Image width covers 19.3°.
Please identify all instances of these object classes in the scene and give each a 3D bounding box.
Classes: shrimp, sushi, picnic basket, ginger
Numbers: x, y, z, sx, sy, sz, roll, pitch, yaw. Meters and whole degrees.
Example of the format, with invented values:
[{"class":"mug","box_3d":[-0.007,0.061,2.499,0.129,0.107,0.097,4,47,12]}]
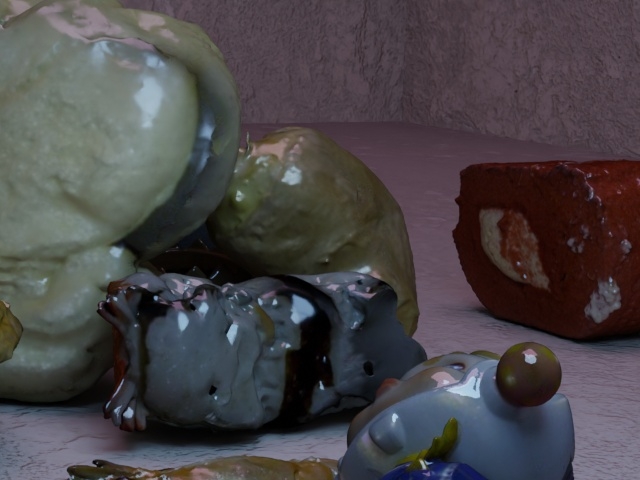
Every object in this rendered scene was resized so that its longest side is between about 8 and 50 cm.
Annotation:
[{"class":"shrimp","box_3d":[-0.074,0.157,1.217,0.236,0.053,0.133,0,10,-40]},{"class":"sushi","box_3d":[-0.043,0.084,1.469,0.332,0.124,0.130,-1,1,-34]},{"class":"picnic basket","box_3d":[-0.126,0.018,1.704,0.128,0.178,0.138,-5,11,-38]},{"class":"ginger","box_3d":[0.000,0.000,1.641,0.138,0.267,0.152,-37,8,25]}]

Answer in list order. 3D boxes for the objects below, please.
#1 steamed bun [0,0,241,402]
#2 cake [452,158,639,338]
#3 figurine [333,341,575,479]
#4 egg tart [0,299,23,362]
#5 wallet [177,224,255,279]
[{"class":"steamed bun","box_3d":[-0.240,-0.038,1.568,0.325,0.372,0.230,26,7,13]},{"class":"cake","box_3d":[0.259,0.005,1.934,0.151,0.177,0.283,-4,5,-33]},{"class":"figurine","box_3d":[0.075,0.143,1.097,0.194,0.133,0.274,-40,3,5]},{"class":"egg tart","box_3d":[-0.380,0.088,1.320,0.345,0.132,0.345,3,7,0]},{"class":"wallet","box_3d":[-0.230,0.003,1.808,0.379,0.190,0.046,-2,45,1]}]
